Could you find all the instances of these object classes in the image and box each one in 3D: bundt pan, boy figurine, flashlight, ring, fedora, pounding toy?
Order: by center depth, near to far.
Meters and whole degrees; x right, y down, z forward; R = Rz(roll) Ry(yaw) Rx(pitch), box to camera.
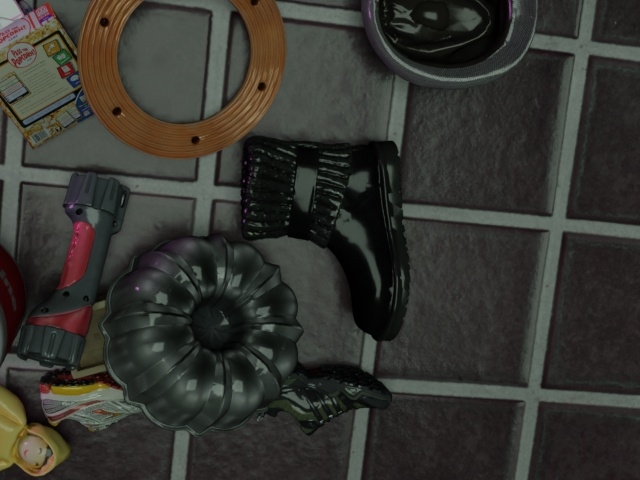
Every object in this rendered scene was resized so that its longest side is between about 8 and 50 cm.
[{"bbox_3d":[-0.387,0.043,1.651,0.103,0.103,0.304,2,71,20],"label":"flashlight"},{"bbox_3d":[-0.168,0.136,1.664,0.331,0.124,0.331,8,71,-25],"label":"bundt pan"},{"bbox_3d":[-0.214,-0.291,1.667,0.336,0.032,0.337,-10,115,-22],"label":"ring"},{"bbox_3d":[-0.548,0.314,1.720,0.285,0.092,0.177,24,94,-8],"label":"boy figurine"},{"bbox_3d":[0.202,-0.365,1.720,0.275,0.124,0.244,-2,97,0],"label":"fedora"},{"bbox_3d":[-0.349,0.130,1.732,0.130,0.100,0.141,-16,98,8],"label":"pounding toy"}]

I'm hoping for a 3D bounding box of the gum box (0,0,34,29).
[{"bbox_3d":[-0.525,-0.311,1.622,0.188,0.107,0.062,-30,102,-4],"label":"gum box"}]

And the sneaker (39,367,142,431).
[{"bbox_3d":[-0.346,0.265,1.756,0.225,0.088,0.093,3,106,-3],"label":"sneaker"}]

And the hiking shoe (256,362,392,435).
[{"bbox_3d":[0.006,0.275,1.815,0.227,0.086,0.114,8,106,-1],"label":"hiking shoe"}]

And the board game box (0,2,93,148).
[{"bbox_3d":[-0.426,-0.247,1.623,0.146,0.045,0.193,-30,141,-4],"label":"board game box"}]

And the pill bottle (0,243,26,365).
[{"bbox_3d":[-0.547,0.099,1.526,0.229,0.407,0.229,-1,99,-9],"label":"pill bottle"}]

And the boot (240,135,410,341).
[{"bbox_3d":[-0.001,-0.001,1.736,0.260,0.131,0.348,-4,88,-15],"label":"boot"}]
